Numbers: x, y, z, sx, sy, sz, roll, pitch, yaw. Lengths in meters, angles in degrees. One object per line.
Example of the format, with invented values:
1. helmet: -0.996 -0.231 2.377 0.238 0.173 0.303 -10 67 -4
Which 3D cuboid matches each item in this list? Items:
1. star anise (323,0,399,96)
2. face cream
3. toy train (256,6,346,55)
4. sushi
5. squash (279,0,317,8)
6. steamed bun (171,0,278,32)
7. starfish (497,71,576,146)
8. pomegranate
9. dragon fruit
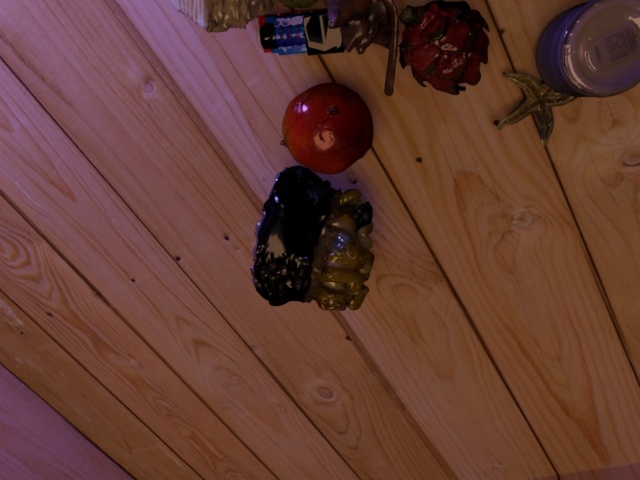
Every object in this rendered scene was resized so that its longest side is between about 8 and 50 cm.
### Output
1. star anise: 0.078 -0.467 0.940 0.109 0.292 0.349 -7 88 37
2. face cream: 0.524 -0.365 0.952 0.177 0.153 0.177 2 109 4
3. toy train: -0.039 -0.444 1.059 0.204 0.131 0.082 -1 124 13
4. sushi: 0.000 0.000 1.218 0.285 0.328 0.328 12 131 4
5. squash: -0.035 -0.557 0.940 0.041 0.219 0.219 22 129 24
6. steamed bun: -0.164 -0.572 0.957 0.273 0.272 0.290 39 136 36
7. starfish: 0.469 -0.316 1.078 0.176 0.053 0.208 36 105 -11
8. pomegranate: 0.009 -0.250 1.139 0.235 0.210 0.210 -12 124 50
9. dragon fruit: 0.254 -0.396 1.012 0.182 0.189 0.182 11 108 38
